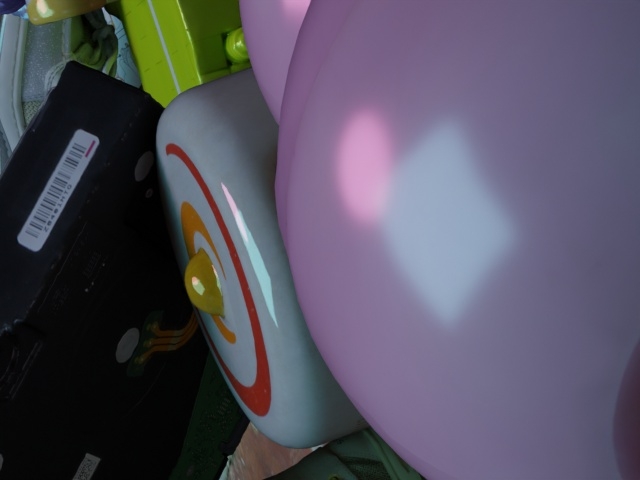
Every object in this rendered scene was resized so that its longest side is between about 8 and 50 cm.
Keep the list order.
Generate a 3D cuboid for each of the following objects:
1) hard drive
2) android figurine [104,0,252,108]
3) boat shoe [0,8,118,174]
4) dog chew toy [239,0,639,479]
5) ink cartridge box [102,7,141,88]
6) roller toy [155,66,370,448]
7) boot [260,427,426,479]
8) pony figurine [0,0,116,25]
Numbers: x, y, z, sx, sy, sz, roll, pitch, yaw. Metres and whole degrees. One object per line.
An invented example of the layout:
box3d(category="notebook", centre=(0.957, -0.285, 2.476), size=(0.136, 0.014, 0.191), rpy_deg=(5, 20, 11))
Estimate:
box3d(category="hard drive", centre=(-0.117, 0.062, 1.055), size=(0.064, 0.237, 0.339), rpy_deg=(25, 173, 23))
box3d(category="android figurine", centre=(-0.092, -0.147, 1.206), size=(0.273, 0.056, 0.248), rpy_deg=(170, 82, -74))
box3d(category="boat shoe", centre=(-0.187, -0.099, 1.336), size=(0.118, 0.103, 0.320), rpy_deg=(-97, 9, -53))
box3d(category="dog chew toy", centre=(0.068, -0.067, 0.509), size=(0.332, 0.206, 0.207), rpy_deg=(-116, 15, -50))
box3d(category="ink cartridge box", centre=(-0.141, -0.074, 1.454), size=(0.261, 0.066, 0.296), rpy_deg=(-24, 85, 49))
box3d(category="roller toy", centre=(0.000, 0.000, 0.900), size=(0.209, 0.146, 0.191), rpy_deg=(-125, 22, -46))
box3d(category="boot", centre=(0.012, 0.230, 1.105), size=(0.077, 0.165, 0.213), rpy_deg=(99, 148, -61))
box3d(category="pony figurine", centre=(-0.159, -0.301, 0.941), size=(0.351, 0.302, 0.364), rpy_deg=(-6, 104, 45))
